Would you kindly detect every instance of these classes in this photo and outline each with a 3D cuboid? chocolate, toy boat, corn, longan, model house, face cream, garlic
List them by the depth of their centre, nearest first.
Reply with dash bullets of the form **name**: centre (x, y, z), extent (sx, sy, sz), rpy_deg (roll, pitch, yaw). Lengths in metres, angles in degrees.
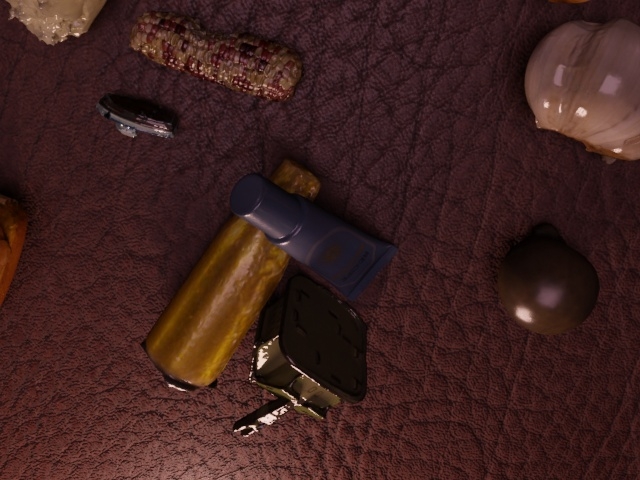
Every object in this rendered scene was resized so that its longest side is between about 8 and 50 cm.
- **garlic**: centre (0.464, -0.251, 0.939), extent (0.281, 0.185, 0.203), rpy_deg (22, 92, -8)
- **corn**: centre (-0.168, -0.304, 0.957), extent (0.289, 0.098, 0.098), rpy_deg (18, 109, -4)
- **face cream**: centre (0.000, 0.000, 0.987), extent (0.136, 0.086, 0.385), rpy_deg (-50, 139, 7)
- **toy boat**: centre (-0.315, -0.207, 1.012), extent (0.140, 0.059, 0.066), rpy_deg (19, 135, -9)
- **chocolate**: centre (-0.141, 0.060, 1.054), extent (0.162, 0.162, 0.445), rpy_deg (33, 104, -12)
- **longan**: centre (0.413, 0.068, 1.072), extent (0.184, 0.159, 0.205), rpy_deg (10, 72, -21)
- **model house**: centre (-0.075, 0.239, 1.123), extent (0.205, 0.218, 0.278), rpy_deg (39, 122, -22)

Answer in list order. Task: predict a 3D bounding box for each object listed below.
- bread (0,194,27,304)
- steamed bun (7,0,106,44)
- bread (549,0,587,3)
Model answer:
- **bread**: centre (-0.618, 0.044, 1.018), extent (0.156, 0.204, 0.288), rpy_deg (25, 103, -5)
- **steamed bun**: centre (-0.427, -0.440, 0.814), extent (0.273, 0.272, 0.290), rpy_deg (-43, 109, 13)
- **bread**: centre (0.395, -0.476, 0.860), extent (0.121, 0.174, 0.246), rpy_deg (1, 117, -6)
